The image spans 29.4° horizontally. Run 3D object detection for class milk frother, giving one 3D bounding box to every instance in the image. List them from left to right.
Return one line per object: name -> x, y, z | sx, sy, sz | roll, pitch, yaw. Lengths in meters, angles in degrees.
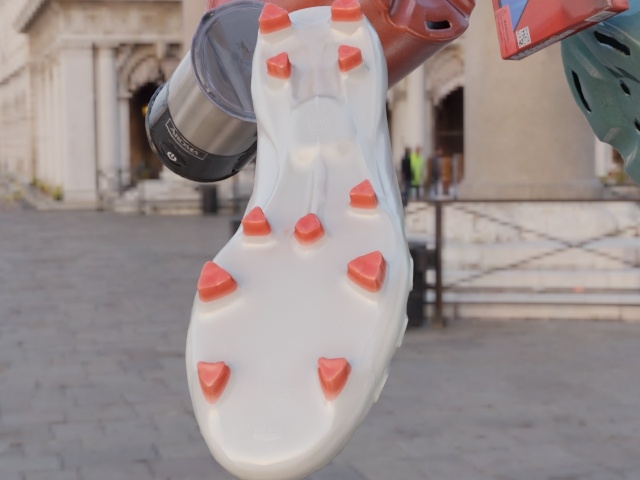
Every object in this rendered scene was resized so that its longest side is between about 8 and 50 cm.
milk frother -> -0.033, -0.112, 0.834 | 0.129, 0.143, 0.134 | 28, -21, -13

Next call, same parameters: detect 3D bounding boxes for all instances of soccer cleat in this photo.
soccer cleat -> 0.000, 0.000, 0.409 | 0.068, 0.196, 0.076 | -3, -40, 10

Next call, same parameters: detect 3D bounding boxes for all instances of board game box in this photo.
board game box -> 0.201, -0.324, 1.130 | 0.027, 0.281, 0.145 | -2, -10, -35

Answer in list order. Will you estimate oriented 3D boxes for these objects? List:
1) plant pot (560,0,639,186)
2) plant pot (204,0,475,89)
plant pot -> 0.448, -0.211, 1.230 | 0.334, 0.341, 0.341 | -35, 10, -6
plant pot -> 0.036, -0.293, 1.553 | 0.272, 0.273, 0.265 | -5, -15, -41
